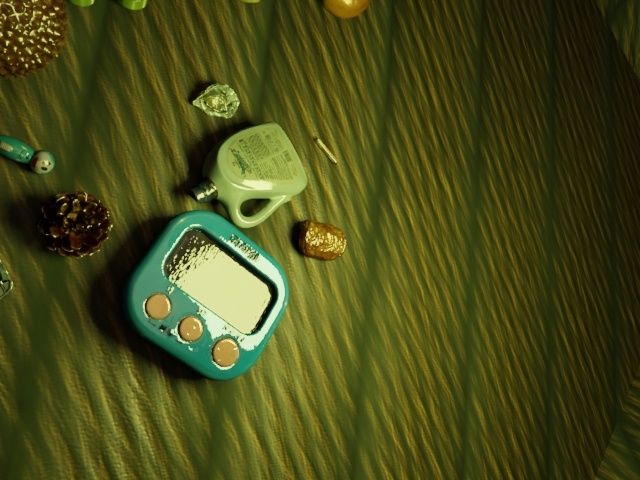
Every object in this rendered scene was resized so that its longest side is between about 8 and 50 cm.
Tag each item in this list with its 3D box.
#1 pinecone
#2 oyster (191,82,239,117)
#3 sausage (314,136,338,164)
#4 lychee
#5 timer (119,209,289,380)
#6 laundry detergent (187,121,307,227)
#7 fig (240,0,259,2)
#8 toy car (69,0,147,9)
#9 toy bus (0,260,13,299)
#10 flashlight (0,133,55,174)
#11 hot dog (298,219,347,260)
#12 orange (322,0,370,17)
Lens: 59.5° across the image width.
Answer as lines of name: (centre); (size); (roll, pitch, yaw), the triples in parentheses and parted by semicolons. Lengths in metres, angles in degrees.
pinecone: (-0.483, -0.037, 1.105); (0.140, 0.120, 0.141); (12, 68, -31)
oyster: (-0.252, -0.336, 1.360); (0.098, 0.037, 0.100); (-52, 132, -9)
sausage: (0.017, -0.243, 1.523); (0.100, 0.015, 0.015); (47, 61, -18)
lychee: (-0.596, -0.436, 1.026); (0.267, 0.267, 0.268); (6, 79, -32)
timer: (-0.247, 0.121, 1.234); (0.340, 0.115, 0.309); (40, 64, -21)
laundry detergent: (-0.180, -0.145, 1.326); (0.280, 0.105, 0.215); (-37, 104, -33)
fig: (-0.186, -0.710, 1.354); (0.207, 0.207, 0.230); (-8, 86, -34)
toy car: (-0.475, -0.635, 1.213); (0.234, 0.145, 0.235); (13, 57, -21)
toy bus: (-0.637, 0.028, 1.011); (0.087, 0.089, 0.194); (-31, 99, -34)
flashlight: (-0.592, -0.173, 1.102); (0.129, 0.051, 0.051); (26, 69, -20)
hot dog: (0.001, -0.002, 1.445); (0.147, 0.065, 0.099); (12, 76, -37)
orange: (0.070, -0.704, 1.566); (0.156, 0.124, 0.156); (-4, 101, -21)
